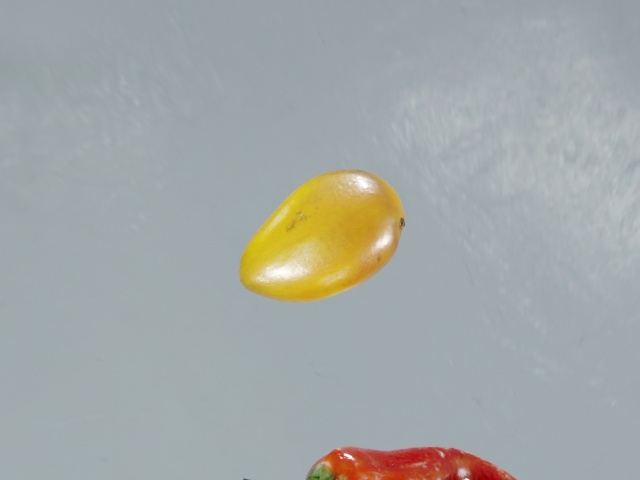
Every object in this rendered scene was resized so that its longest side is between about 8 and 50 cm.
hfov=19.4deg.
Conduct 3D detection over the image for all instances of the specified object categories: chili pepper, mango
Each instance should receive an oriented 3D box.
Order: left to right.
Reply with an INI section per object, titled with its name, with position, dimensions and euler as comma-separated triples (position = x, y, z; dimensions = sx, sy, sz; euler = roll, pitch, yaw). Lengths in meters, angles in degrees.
[mango]
position = 0.000, 0.000, 0.929
dimensions = 0.089, 0.046, 0.060
euler = -27, 65, -1
[chili pepper]
position = 0.046, 0.138, 0.994
dimensions = 0.191, 0.050, 0.059
euler = 7, 57, -31
